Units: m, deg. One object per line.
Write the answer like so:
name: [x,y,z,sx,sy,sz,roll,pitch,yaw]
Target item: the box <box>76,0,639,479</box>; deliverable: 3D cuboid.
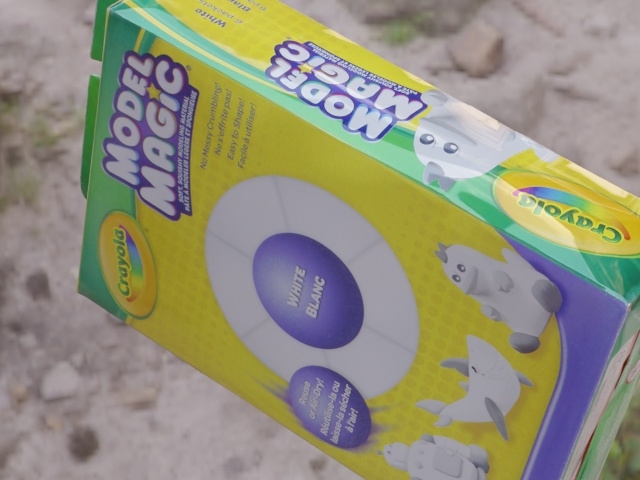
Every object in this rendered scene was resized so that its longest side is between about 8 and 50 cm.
box: [0.000,0.000,0.463,0.179,0.105,0.043,32,44,22]
